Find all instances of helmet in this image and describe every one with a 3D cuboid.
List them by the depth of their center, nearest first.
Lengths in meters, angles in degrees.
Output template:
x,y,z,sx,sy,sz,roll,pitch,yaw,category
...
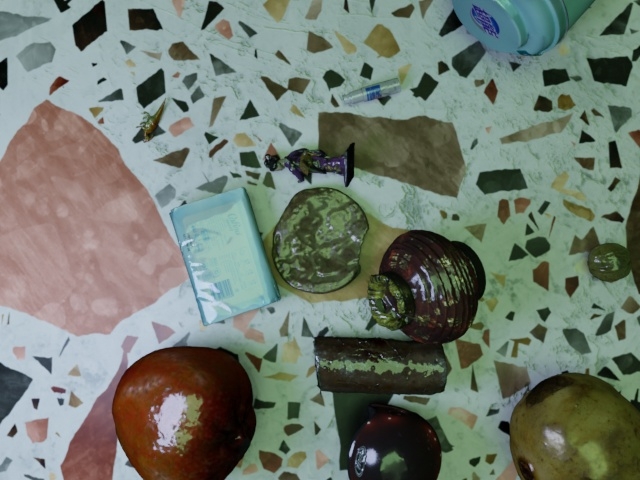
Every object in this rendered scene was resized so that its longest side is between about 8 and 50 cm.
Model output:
x,y,z,sx,sy,sz,roll,pitch,yaw,category
0.151,0.445,1.248,0.216,0.193,0.189,11,88,-40,helmet

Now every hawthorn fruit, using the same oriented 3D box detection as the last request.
x,y,z,sx,sy,sz,roll,pitch,yaw,category
-0.272,0.345,1.223,0.311,0.295,0.295,40,89,27,hawthorn fruit

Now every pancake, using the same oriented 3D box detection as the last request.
x,y,z,sx,sy,sz,roll,pitch,yaw,category
0.000,0.000,1.335,0.222,0.042,0.236,-8,84,6,pancake

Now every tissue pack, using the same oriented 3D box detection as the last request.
x,y,z,sx,sy,sz,roll,pitch,yaw,category
-0.206,0.035,1.317,0.177,0.089,0.263,-18,85,-1,tissue pack

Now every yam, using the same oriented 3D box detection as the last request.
x,y,z,sx,sy,sz,roll,pitch,yaw,category
0.120,0.268,1.280,0.279,0.131,0.131,2,87,1,yam

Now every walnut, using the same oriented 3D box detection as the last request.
x,y,z,sx,sy,sz,roll,pitch,yaw,category
0.622,0.047,1.298,0.092,0.092,0.092,0,87,2,walnut

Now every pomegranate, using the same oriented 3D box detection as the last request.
x,y,z,sx,sy,sz,roll,pitch,yaw,category
0.507,0.400,1.185,0.281,0.281,0.281,0,87,2,pomegranate

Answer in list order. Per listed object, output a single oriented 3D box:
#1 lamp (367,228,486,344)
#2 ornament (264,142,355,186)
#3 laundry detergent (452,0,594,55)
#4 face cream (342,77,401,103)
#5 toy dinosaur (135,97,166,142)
x,y,z,sx,sy,sz,roll,pitch,yaw,category
0.213,0.097,1.231,0.247,0.247,0.247,0,87,2,lamp
-0.024,-0.162,1.334,0.203,0.088,0.081,-3,111,14,ornament
0.435,-0.557,1.226,0.287,0.287,0.305,42,89,3,laundry detergent
0.113,-0.331,1.351,0.130,0.034,0.034,-14,87,1,face cream
-0.384,-0.276,1.364,0.041,0.026,0.113,24,97,-4,toy dinosaur
